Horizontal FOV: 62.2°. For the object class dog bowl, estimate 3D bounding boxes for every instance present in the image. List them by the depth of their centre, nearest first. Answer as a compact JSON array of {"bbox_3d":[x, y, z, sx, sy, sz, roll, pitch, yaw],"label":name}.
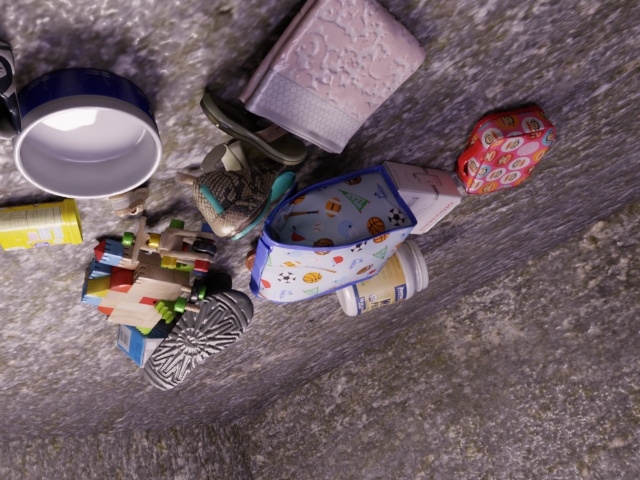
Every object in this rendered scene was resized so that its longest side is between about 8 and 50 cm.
[{"bbox_3d":[-0.452,-0.201,1.039,0.264,0.104,0.265,-16,152,-9],"label":"dog bowl"}]

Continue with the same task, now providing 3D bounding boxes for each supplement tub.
[{"bbox_3d":[0.214,0.130,1.958,0.315,0.229,0.228,-16,152,-7],"label":"supplement tub"}]

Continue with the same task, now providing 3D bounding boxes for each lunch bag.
[{"bbox_3d":[0.000,0.000,1.401,0.385,0.239,0.328,-20,157,-23],"label":"lunch bag"},{"bbox_3d":[0.529,-0.255,1.590,0.257,0.120,0.293,-13,152,-12],"label":"lunch bag"}]

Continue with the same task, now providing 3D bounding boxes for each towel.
[{"bbox_3d":[0.037,-0.345,1.106,0.317,0.053,0.331,-47,146,20],"label":"towel"}]

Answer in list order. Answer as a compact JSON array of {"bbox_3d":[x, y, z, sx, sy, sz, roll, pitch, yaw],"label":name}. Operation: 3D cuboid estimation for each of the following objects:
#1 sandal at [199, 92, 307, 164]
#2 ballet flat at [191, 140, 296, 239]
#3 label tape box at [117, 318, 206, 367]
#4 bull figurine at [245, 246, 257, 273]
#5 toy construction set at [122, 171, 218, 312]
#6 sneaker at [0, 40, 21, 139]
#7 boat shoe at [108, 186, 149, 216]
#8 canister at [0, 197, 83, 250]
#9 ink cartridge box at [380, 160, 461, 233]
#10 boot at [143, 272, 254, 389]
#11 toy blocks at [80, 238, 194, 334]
[{"bbox_3d":[-0.125,-0.251,1.168,0.086,0.120,0.302,-49,143,17],"label":"sandal"},{"bbox_3d":[-0.167,-0.145,1.197,0.164,0.182,0.483,-37,-172,15],"label":"ballet flat"},{"bbox_3d":[-0.505,0.350,1.866,0.333,0.106,0.240,5,-175,-39],"label":"label tape box"},{"bbox_3d":[-0.098,0.048,1.730,0.310,0.101,0.189,-12,147,-17],"label":"bull figurine"},{"bbox_3d":[-0.371,-0.025,1.331,0.237,0.257,0.309,16,105,-11],"label":"toy construction set"},{"bbox_3d":[-0.569,-0.205,0.899,0.094,0.153,0.235,10,140,-42],"label":"sneaker"},{"bbox_3d":[-0.437,-0.088,1.221,0.062,0.059,0.170,-8,-169,5],"label":"boat shoe"},{"bbox_3d":[-0.654,-0.035,1.237,0.169,0.074,0.126,-8,150,-20],"label":"canister"},{"bbox_3d":[0.261,-0.125,1.647,0.282,0.117,0.207,3,145,-37],"label":"ink cartridge box"},{"bbox_3d":[-0.320,0.207,1.591,0.367,0.146,0.445,-38,-171,11],"label":"boot"},{"bbox_3d":[-0.557,0.133,1.531,0.260,0.191,0.381,16,139,-32],"label":"toy blocks"}]
